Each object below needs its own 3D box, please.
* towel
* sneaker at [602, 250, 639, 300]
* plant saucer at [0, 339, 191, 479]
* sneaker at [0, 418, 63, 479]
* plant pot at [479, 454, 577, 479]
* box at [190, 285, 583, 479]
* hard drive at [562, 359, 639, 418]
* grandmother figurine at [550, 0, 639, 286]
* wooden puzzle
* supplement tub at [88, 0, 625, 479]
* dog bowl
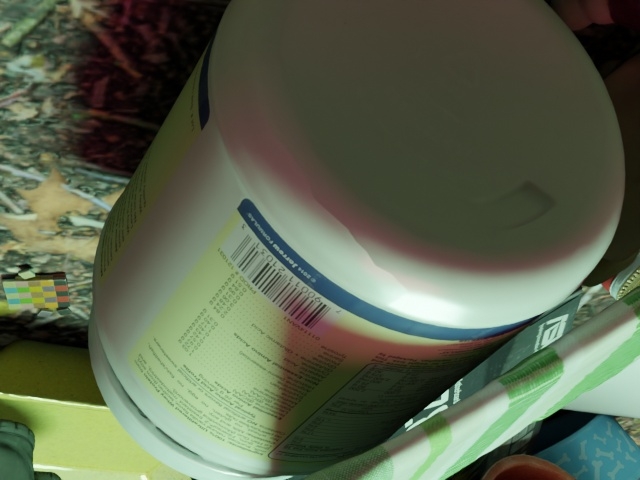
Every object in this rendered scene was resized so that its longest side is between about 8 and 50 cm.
[{"bbox_3d":[0.111,0.090,0.791,0.324,0.038,0.248,-28,166,-16],"label":"towel"},{"bbox_3d":[0.254,-0.013,1.041,0.118,0.067,0.042,-46,139,7],"label":"sneaker"},{"bbox_3d":[-0.219,0.189,1.268,0.332,0.081,0.333,13,146,-30],"label":"plant saucer"},{"bbox_3d":[-0.279,0.235,1.121,0.109,0.130,0.286,-8,151,8],"label":"sneaker"},{"bbox_3d":[0.136,0.379,1.246,0.272,0.272,0.265,21,135,-40],"label":"plant pot"},{"bbox_3d":[0.049,0.169,1.142,0.318,0.097,0.395,-31,156,-14],"label":"box"},{"bbox_3d":[0.391,0.124,1.311,0.318,0.040,0.210,10,147,-28],"label":"hard drive"},{"bbox_3d":[0.228,-0.091,0.791,0.207,0.104,0.342,30,147,-12],"label":"grandmother figurine"},{"bbox_3d":[-0.226,0.041,1.069,0.049,0.006,0.083,-2,152,-8],"label":"wooden puzzle"},{"bbox_3d":[0.000,0.000,0.797,0.235,0.236,0.325,7,149,-23],"label":"supplement tub"},{"bbox_3d":[0.198,0.262,1.412,0.297,0.074,0.166,-28,179,23],"label":"dog bowl"}]
